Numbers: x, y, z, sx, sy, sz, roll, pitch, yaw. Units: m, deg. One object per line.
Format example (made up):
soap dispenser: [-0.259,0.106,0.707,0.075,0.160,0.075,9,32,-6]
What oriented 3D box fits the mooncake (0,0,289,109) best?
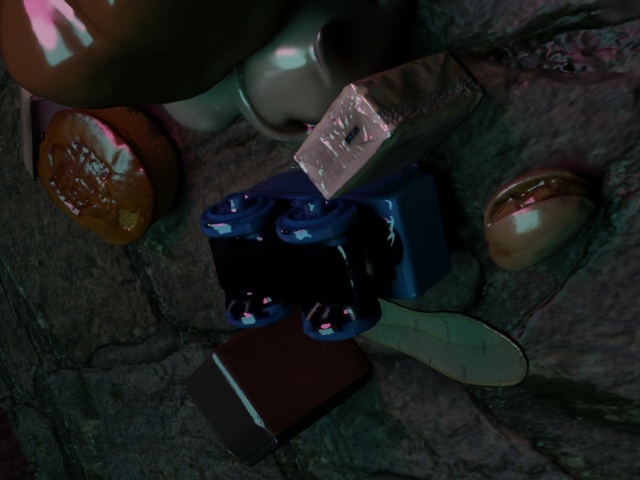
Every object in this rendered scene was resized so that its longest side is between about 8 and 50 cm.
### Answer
mooncake: [-0.248,-0.379,0.985,0.467,0.262,0.466,11,108,37]

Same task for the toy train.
toy train: [0.000,0.000,1.189,0.300,0.265,0.188,4,116,41]

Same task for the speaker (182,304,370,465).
speaker: [-0.070,0.218,1.417,0.192,0.231,0.153,54,140,9]

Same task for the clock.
clock: [-0.490,-0.216,1.686,0.071,0.147,0.192,50,142,36]

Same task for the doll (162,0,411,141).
doll: [-0.070,-0.246,1.163,0.370,0.215,0.226,19,125,38]

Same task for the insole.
insole: [0.153,0.140,1.306,0.348,0.009,0.119,17,124,41]

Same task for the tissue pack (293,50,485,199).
tissue pack: [0.084,-0.141,1.066,0.092,0.196,0.148,55,136,11]

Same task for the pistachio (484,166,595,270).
pistachio: [0.252,-0.026,1.034,0.149,0.113,0.113,-29,90,44]

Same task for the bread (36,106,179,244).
bread: [-0.386,-0.126,1.594,0.270,0.148,0.269,16,128,22]
